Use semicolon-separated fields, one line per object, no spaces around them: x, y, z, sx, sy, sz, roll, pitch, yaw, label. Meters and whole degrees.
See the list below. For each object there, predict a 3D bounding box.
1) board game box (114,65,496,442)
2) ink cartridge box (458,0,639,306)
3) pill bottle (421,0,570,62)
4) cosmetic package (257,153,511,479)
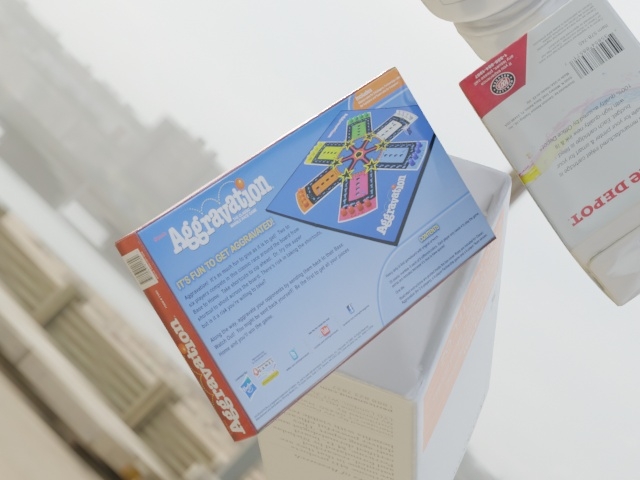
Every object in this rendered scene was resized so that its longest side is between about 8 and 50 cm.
0.000;0.000;1.146;0.027;0.281;0.145;-24;-82;46;board game box
0.212;-0.067;1.289;0.127;0.128;0.176;41;18;-55;ink cartridge box
0.135;-0.315;1.691;0.283;0.160;0.160;50;-6;-32;pill bottle
0.055;0.116;1.602;0.161;0.230;0.453;19;-25;12;cosmetic package
